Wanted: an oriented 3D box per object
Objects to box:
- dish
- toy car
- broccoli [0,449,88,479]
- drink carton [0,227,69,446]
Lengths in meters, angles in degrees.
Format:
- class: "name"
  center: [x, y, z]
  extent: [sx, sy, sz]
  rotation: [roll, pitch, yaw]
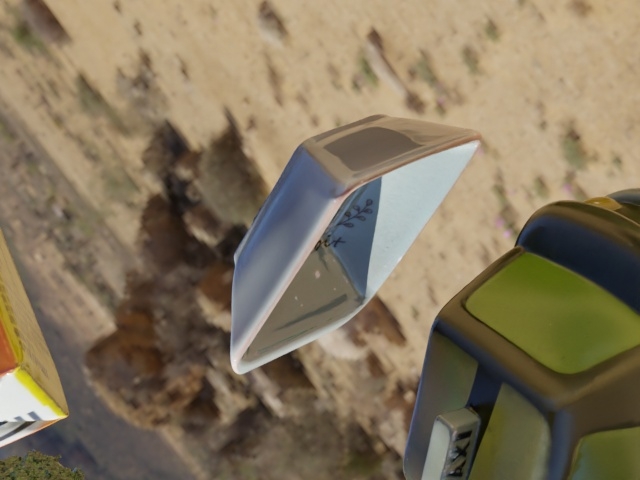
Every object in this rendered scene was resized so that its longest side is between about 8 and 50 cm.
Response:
- class: "dish"
  center: [0.000, 0.000, 0.958]
  extent: [0.064, 0.154, 0.234]
  rotation: [48, 131, 18]
- class: "toy car"
  center: [0.133, 0.099, 0.713]
  extent: [0.204, 0.198, 0.248]
  rotation: [38, 128, 46]
- class: "broccoli"
  center: [-0.327, 0.326, 1.359]
  extent: [0.270, 0.270, 0.270]
  rotation: [55, 163, -16]
- class: "drink carton"
  center: [-0.287, -0.032, 0.812]
  extent: [0.111, 0.154, 0.351]
  rotation: [80, 165, -67]
